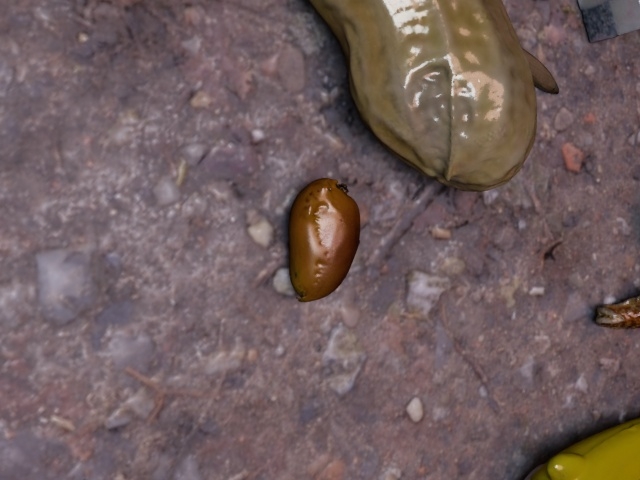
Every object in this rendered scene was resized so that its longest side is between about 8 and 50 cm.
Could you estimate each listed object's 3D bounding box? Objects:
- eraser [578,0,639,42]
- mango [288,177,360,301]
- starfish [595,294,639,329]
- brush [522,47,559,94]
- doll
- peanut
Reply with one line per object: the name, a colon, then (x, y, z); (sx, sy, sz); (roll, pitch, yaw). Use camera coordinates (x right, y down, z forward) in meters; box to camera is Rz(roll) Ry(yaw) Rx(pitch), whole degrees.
eraser: (0.508, -0.352, 0.912); (0.404, 0.096, 0.098); (-22, 101, -20)
mango: (0.000, 0.000, 0.727); (0.077, 0.063, 0.127); (6, 95, -28)
starfish: (0.495, 0.083, 0.911); (0.312, 0.113, 0.303); (2, 85, -22)
brush: (0.212, -0.231, 0.833); (0.196, 0.021, 0.070); (36, 77, -22)
doll: (0.325, 0.302, 0.831); (0.363, 0.145, 0.199); (-33, 118, -22)
peanut: (0.098, -0.201, 0.717); (0.174, 0.158, 0.340); (-22, 97, 10)
